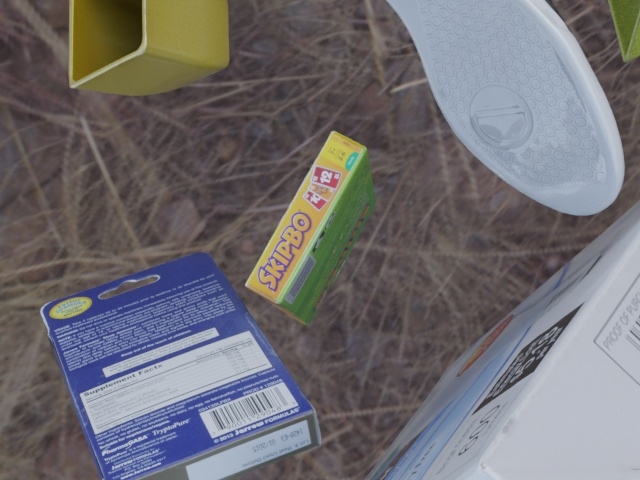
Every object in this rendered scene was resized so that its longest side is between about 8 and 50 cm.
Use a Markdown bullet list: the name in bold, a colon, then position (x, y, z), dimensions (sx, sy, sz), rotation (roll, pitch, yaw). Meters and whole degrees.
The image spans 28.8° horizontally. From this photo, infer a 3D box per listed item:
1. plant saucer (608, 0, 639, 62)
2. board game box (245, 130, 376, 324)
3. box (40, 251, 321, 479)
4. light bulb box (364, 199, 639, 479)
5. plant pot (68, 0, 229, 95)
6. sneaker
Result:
- **plant saucer**: position (0.300, -0.274, 1.086), dimensions (0.045, 0.188, 0.188), rotation (8, 125, 0)
- **board game box**: position (0.000, 0.000, 0.969), dimensions (0.039, 0.259, 0.124), rotation (29, 86, 10)
- **box**: position (-0.103, 0.089, 0.847), dimensions (0.137, 0.225, 0.036), rotation (-19, 124, -13)
- **light bulb box**: position (0.172, 0.182, 0.837), dimensions (0.225, 0.358, 0.361), rotation (43, 138, 3)
- **plant pot**: position (-0.105, -0.137, 0.802), dimensions (0.081, 0.083, 0.081), rotation (-16, 71, 43)
- **sneaker**: position (0.119, -0.160, 0.804), dimensions (0.295, 0.147, 0.104), rotation (53, 133, 1)
